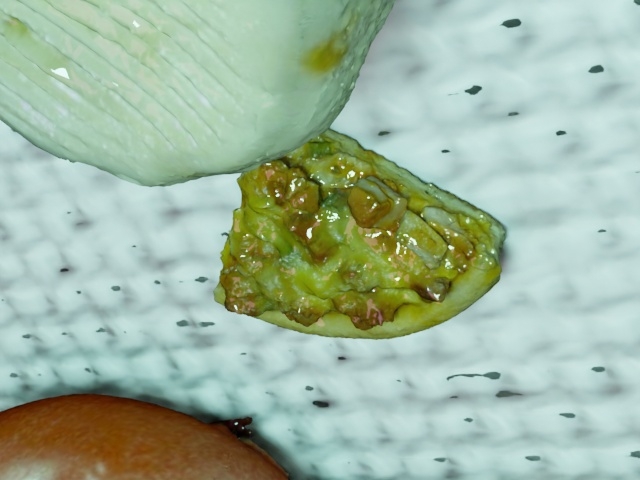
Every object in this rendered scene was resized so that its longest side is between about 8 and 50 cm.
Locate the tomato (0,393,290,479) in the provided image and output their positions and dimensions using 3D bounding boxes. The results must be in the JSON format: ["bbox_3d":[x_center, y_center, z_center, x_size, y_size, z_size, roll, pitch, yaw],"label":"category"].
[{"bbox_3d":[-0.123,0.268,0.998,0.341,0.273,0.341,19,136,20],"label":"tomato"}]

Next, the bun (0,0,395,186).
[{"bbox_3d":[-0.066,-0.142,0.678,0.239,0.141,0.239,21,138,20],"label":"bun"}]

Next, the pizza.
[{"bbox_3d":[0.000,0.001,0.844,0.175,0.046,0.134,-18,119,41],"label":"pizza"}]
